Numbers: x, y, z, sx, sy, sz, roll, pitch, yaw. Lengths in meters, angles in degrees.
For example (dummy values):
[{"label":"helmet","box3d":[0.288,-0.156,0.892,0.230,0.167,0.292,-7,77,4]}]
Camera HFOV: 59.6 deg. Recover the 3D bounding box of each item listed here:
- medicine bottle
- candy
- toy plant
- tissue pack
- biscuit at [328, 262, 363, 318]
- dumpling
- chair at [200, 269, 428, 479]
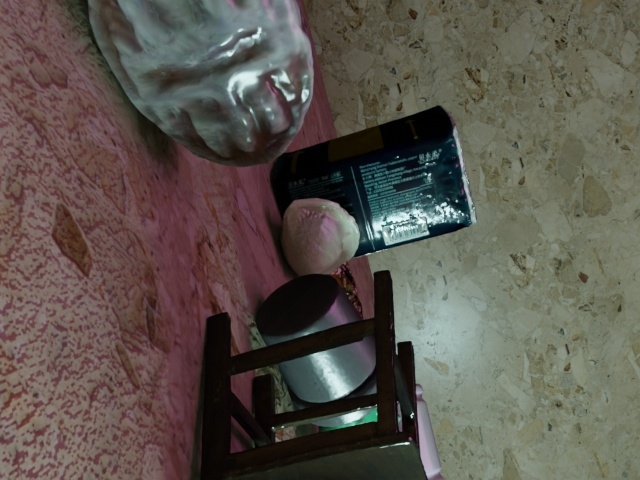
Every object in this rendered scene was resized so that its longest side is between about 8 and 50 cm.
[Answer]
[{"label":"medicine bottle","box3d":[0.181,0.519,1.341,0.202,0.202,0.315,53,25,-67]},{"label":"candy","box3d":[-0.123,-0.226,0.626,0.157,0.214,0.289,-94,163,-50]},{"label":"toy plant","box3d":[0.046,0.244,0.964,0.279,0.185,0.400,-76,144,-55]},{"label":"tissue pack","box3d":[0.120,-0.121,1.306,0.253,0.417,0.264,-87,159,-68]},{"label":"biscuit","box3d":[0.073,0.191,1.569,0.289,0.081,0.334,-90,164,-52]},{"label":"dumpling","box3d":[-0.001,-0.003,1.167,0.126,0.166,0.215,-134,-157,-69]},{"label":"chair","box3d":[0.008,0.269,0.595,0.203,0.241,0.416,70,11,-45]}]
